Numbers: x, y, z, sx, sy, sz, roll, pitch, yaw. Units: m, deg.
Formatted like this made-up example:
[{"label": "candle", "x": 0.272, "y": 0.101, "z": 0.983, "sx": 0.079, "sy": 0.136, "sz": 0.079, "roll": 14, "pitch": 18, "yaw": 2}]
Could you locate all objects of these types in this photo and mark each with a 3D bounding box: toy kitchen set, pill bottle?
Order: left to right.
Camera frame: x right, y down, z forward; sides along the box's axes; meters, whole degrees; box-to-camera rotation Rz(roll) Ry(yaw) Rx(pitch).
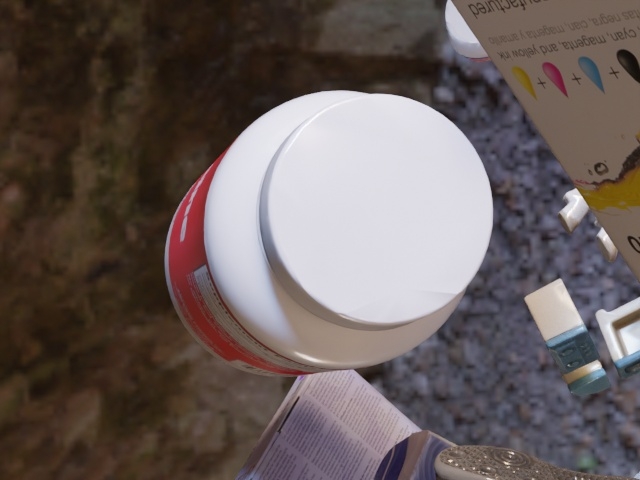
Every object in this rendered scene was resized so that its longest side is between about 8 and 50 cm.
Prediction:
[{"label": "pill bottle", "x": 0.000, "y": 0.000, "z": 1.269, "sx": 0.407, "sy": 0.229, "sz": 0.229, "roll": 153, "pitch": 113, "yaw": -75}, {"label": "toy kitchen set", "x": 0.328, "y": 0.085, "z": 1.435, "sx": 0.122, "sy": 0.207, "sz": 0.166, "roll": 66, "pitch": -173, "yaw": 30}]

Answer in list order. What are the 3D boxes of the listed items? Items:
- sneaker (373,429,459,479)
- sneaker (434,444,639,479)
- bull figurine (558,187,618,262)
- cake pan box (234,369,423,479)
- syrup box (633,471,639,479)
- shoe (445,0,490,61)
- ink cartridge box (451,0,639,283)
[{"label": "sneaker", "x": 0.144, "y": 0.338, "z": 1.426, "sx": 0.182, "sy": 0.315, "sz": 0.127, "roll": -28, "pitch": 22, "yaw": 50}, {"label": "sneaker", "x": 0.173, "y": 0.208, "z": 1.105, "sx": 0.066, "sy": 0.188, "sz": 0.071, "roll": -68, "pitch": -11, "yaw": -74}, {"label": "bull figurine", "x": 0.315, "y": 0.031, "z": 1.069, "sx": 0.101, "sy": 0.188, "sz": 0.310, "roll": 77, "pitch": 167, "yaw": -67}, {"label": "cake pan box", "x": 0.040, "y": 0.277, "z": 1.622, "sx": 0.070, "sy": 0.246, "sz": 0.267, "roll": -41, "pitch": 10, "yaw": 38}, {"label": "syrup box", "x": 0.239, "y": 0.308, "z": 1.211, "sx": 0.096, "sy": 0.237, "sz": 0.093, "roll": 46, "pitch": 167, "yaw": -5}, {"label": "shoe", "x": 0.140, "y": -0.173, "z": 1.129, "sx": 0.178, "sy": 0.063, "sz": 0.081, "roll": -69, "pitch": -23, "yaw": -44}, {"label": "ink cartridge box", "x": 0.194, "y": -0.086, "z": 0.587, "sx": 0.233, "sy": 0.168, "sz": 0.171, "roll": 53, "pitch": 156, "yaw": -19}]
